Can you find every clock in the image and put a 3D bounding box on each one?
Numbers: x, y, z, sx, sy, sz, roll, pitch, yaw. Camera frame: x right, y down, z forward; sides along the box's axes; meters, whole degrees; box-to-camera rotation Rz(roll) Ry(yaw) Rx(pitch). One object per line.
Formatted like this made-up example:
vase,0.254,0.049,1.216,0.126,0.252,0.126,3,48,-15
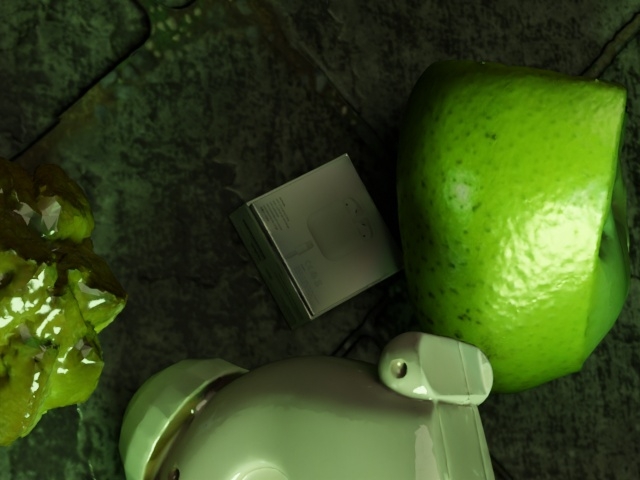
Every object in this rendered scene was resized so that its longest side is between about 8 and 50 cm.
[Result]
clock,-0.009,0.248,1.217,0.184,0.326,0.342,21,58,-57

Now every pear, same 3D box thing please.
pear,0.187,-0.009,1.430,0.239,0.342,0.317,8,91,12

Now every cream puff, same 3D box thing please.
cream puff,-0.273,0.047,1.229,0.244,0.196,0.244,-3,103,-15

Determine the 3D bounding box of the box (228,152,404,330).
box,0.000,0.000,1.441,0.129,0.051,0.130,-28,89,-31
